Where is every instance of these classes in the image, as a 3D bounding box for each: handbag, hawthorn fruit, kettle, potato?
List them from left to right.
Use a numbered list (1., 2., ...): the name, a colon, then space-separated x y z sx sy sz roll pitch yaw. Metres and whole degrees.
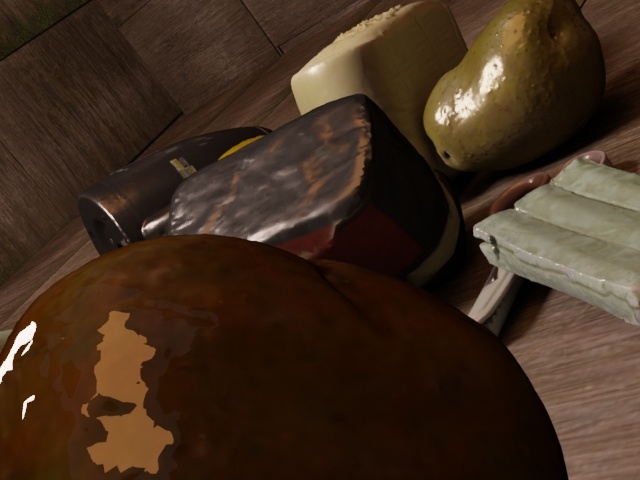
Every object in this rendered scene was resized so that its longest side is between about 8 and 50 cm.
1. kettle: -0.138 -0.048 1.437 0.290 0.207 0.268 -33 5 -20
2. hawthorn fruit: -0.010 0.134 0.486 0.267 0.300 0.268 -20 66 56
3. handbag: 0.000 0.000 1.004 0.254 0.181 0.181 -27 47 26
4. potato: 0.189 -0.149 1.077 0.194 0.157 0.157 -35 15 15

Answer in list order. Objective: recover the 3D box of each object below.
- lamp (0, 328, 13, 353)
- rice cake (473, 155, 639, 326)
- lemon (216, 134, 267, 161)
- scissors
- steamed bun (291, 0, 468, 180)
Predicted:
1. lamp: -0.215 0.140 0.981 0.182 0.182 0.314 -24 1 42
2. rice cake: 0.205 -0.003 0.758 0.124 0.038 0.211 -33 22 -7
3. lemon: -0.054 -0.032 1.231 0.173 0.173 0.206 -37 8 2
4. scissors: 0.166 0.005 0.891 0.118 0.030 0.242 -24 19 39
5. steamed bun: 0.078 -0.146 1.211 0.154 0.200 0.250 -18 11 42
